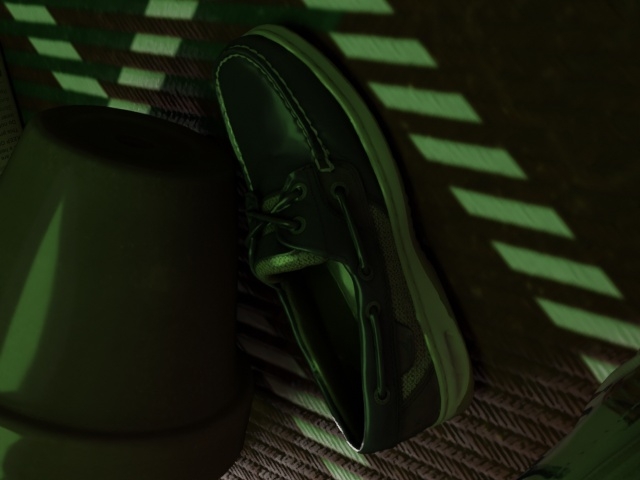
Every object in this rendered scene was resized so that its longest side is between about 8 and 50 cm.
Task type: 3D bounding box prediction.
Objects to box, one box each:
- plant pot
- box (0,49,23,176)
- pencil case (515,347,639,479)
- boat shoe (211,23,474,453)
[{"bbox_3d":[-0.157,0.031,0.764,0.263,0.263,0.229,31,114,35],"label":"plant pot"},{"bbox_3d":[-0.395,-0.079,1.054,0.213,0.117,0.243,10,118,46],"label":"box"},{"bbox_3d":[0.093,0.168,0.409,0.160,0.410,0.183,32,146,43],"label":"pencil case"},{"bbox_3d":[0.000,0.000,0.653,0.103,0.092,0.285,-22,94,53],"label":"boat shoe"}]
